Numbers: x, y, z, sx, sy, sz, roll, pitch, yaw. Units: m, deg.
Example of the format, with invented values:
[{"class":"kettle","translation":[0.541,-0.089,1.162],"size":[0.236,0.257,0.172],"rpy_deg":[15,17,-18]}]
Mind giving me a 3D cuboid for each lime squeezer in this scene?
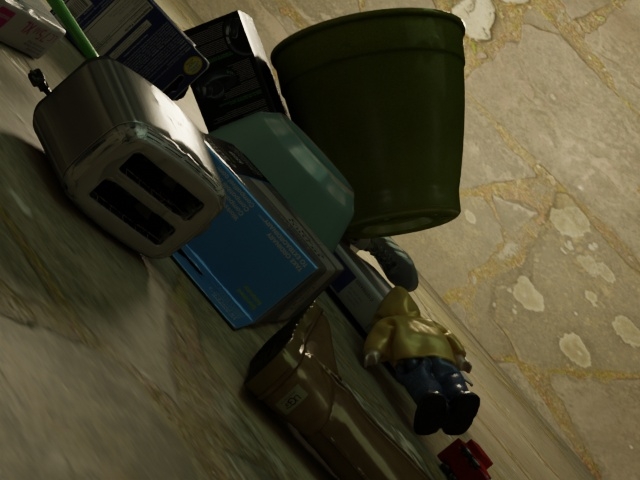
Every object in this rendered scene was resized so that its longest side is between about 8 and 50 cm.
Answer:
[{"class":"lime squeezer","translation":[-0.360,-0.359,1.542],"size":[0.310,0.059,0.110],"rpy_deg":[57,17,23]}]

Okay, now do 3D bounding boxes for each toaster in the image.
[{"class":"toaster","translation":[-0.197,-0.085,1.264],"size":[0.227,0.129,0.146],"rpy_deg":[43,11,-45]}]

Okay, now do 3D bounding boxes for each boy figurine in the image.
[{"class":"boy figurine","translation":[0.140,0.176,1.907],"size":[0.177,0.092,0.285],"rpy_deg":[1,33,-22]}]

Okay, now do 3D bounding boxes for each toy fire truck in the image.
[{"class":"toy fire truck","translation":[0.233,0.355,1.793],"size":[0.135,0.047,0.192],"rpy_deg":[43,9,-43]}]

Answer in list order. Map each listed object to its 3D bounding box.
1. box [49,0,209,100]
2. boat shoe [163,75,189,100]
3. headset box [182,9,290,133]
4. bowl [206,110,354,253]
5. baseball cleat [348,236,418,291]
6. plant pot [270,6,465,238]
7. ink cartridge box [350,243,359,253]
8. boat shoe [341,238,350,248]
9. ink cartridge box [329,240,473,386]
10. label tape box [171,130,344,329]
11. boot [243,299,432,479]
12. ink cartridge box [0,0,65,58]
[{"class":"box","translation":[-0.292,-0.308,1.886],"size":[0.225,0.136,0.036],"rpy_deg":[47,7,-7]},{"class":"boat shoe","translation":[-0.264,-0.281,2.167],"size":[0.073,0.073,0.207],"rpy_deg":[45,7,-7]},{"class":"headset box","translation":[-0.144,-0.256,2.232],"size":[0.246,0.131,0.283],"rpy_deg":[-62,131,-83]},{"class":"bowl","translation":[-0.064,-0.086,1.954],"size":[0.311,0.163,0.311],"rpy_deg":[46,7,-7]},{"class":"baseball cleat","translation":[0.110,0.020,2.387],"size":[0.109,0.072,0.205],"rpy_deg":[-24,80,-53]},{"class":"plant pot","translation":[0.112,-0.194,2.255],"size":[0.366,0.367,0.352],"rpy_deg":[25,56,-73]},{"class":"ink cartridge box","translation":[-0.008,-0.070,2.492],"size":[0.154,0.093,0.212],"rpy_deg":[40,9,-46]},{"class":"boat shoe","translation":[0.000,0.000,2.330],"size":[0.060,0.064,0.178],"rpy_deg":[17,-8,23]},{"class":"ink cartridge box","translation":[0.118,0.138,2.218],"size":[0.324,0.071,0.330],"rpy_deg":[50,4,26]},{"class":"label tape box","translation":[-0.105,-0.017,1.541],"size":[0.240,0.106,0.334],"rpy_deg":[48,7,7]},{"class":"boot","translation":[0.040,0.207,1.301],"size":[0.269,0.089,0.236],"rpy_deg":[47,17,-5]},{"class":"ink cartridge box","translation":[-0.458,-0.370,1.514],"size":[0.311,0.065,0.186],"rpy_deg":[52,7,10]}]
